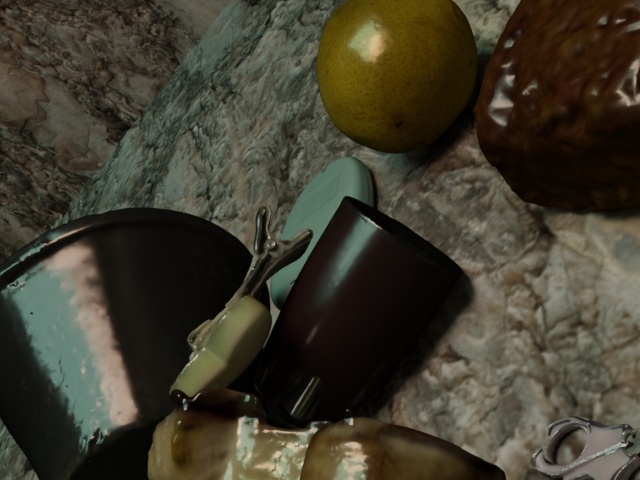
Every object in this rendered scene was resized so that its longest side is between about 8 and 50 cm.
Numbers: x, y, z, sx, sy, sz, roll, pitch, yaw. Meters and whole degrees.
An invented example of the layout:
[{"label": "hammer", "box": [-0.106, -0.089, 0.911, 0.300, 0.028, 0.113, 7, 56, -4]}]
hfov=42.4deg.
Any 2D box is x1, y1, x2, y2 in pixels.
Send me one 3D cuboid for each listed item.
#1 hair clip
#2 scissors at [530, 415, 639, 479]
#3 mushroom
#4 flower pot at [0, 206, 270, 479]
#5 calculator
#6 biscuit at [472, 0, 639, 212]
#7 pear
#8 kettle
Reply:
[{"label": "hair clip", "box": [-0.079, 0.075, 0.817, 0.218, 0.071, 0.159, -59, -8, -30]}, {"label": "scissors", "box": [0.232, 0.140, 0.587, 0.189, 0.015, 0.100, -40, 28, 28]}, {"label": "mushroom", "box": [-0.029, 0.335, 0.634, 0.314, 0.224, 0.397, -2, 63, 43]}, {"label": "flower pot", "box": [-0.195, 0.173, 0.937, 0.379, 0.379, 0.251, -49, 40, 14]}, {"label": "calculator", "box": [0.000, 0.000, 1.111, 0.184, 0.042, 0.295, -36, 31, 36]}, {"label": "biscuit", "box": [0.315, -0.190, 0.654, 0.342, 0.166, 0.395, -60, 25, -13]}, {"label": "pear", "box": [0.092, -0.206, 1.023, 0.209, 0.209, 0.208, -40, 30, 29]}, {"label": "kettle", "box": [0.023, 0.081, 0.883, 0.232, 0.144, 0.202, -56, 7, 9]}]
